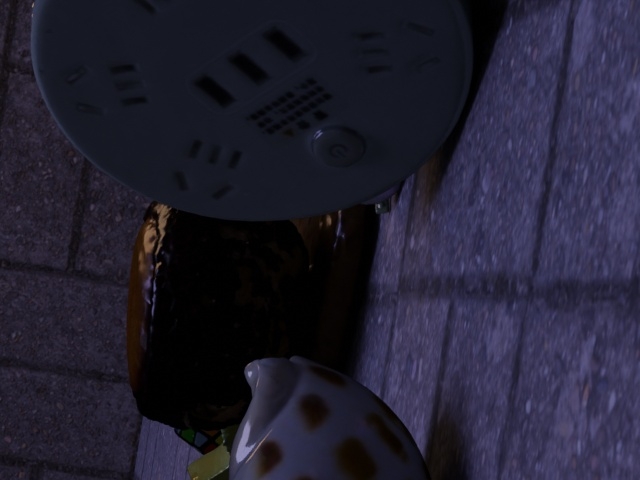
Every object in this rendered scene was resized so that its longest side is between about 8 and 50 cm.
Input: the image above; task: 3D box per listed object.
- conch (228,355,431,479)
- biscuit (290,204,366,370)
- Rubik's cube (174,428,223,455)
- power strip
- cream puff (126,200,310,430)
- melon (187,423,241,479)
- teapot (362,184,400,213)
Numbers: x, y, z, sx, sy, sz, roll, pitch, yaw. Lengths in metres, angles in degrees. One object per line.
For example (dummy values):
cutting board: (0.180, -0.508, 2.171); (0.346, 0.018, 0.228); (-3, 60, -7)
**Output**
conch: (0.010, 0.220, 1.295); (0.148, 0.182, 0.275); (7, 103, 43)
biscuit: (0.000, 0.001, 1.871); (0.359, 0.046, 0.359); (-171, 90, -81)
Rubik's cube: (-0.103, 0.191, 2.108); (0.112, 0.133, 0.133); (-53, 7, -7)
power strip: (-0.058, -0.186, 1.443); (0.357, 0.357, 0.161); (108, 169, -45)
cream puff: (-0.098, 0.061, 1.766); (0.239, 0.164, 0.239); (-175, 90, -79)
melon: (-0.090, 0.209, 2.003); (0.064, 0.118, 0.209); (-103, 4, -54)
teapot: (0.044, -0.066, 1.656); (0.064, 0.064, 0.083); (-79, -26, -42)
